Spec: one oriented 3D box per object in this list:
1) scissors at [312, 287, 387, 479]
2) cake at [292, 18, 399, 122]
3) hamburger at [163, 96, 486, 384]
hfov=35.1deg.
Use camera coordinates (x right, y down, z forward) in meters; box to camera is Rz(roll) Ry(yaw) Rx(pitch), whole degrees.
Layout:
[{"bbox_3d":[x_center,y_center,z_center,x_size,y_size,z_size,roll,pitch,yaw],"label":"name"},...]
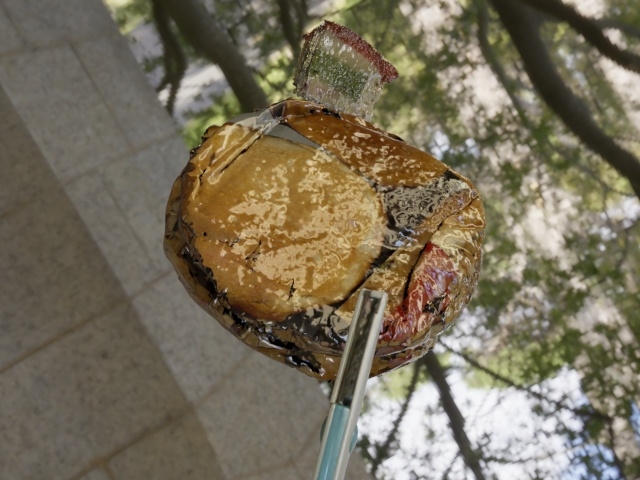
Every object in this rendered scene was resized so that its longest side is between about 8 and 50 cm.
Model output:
[{"bbox_3d":[0.006,0.075,0.369,0.014,0.119,0.058,13,169,7],"label":"scissors"},{"bbox_3d":[0.033,-0.175,1.091,0.220,0.117,0.086,-125,-123,-79],"label":"cake"},{"bbox_3d":[0.000,0.000,0.709,0.231,0.231,0.106,-34,160,-32],"label":"hamburger"}]
